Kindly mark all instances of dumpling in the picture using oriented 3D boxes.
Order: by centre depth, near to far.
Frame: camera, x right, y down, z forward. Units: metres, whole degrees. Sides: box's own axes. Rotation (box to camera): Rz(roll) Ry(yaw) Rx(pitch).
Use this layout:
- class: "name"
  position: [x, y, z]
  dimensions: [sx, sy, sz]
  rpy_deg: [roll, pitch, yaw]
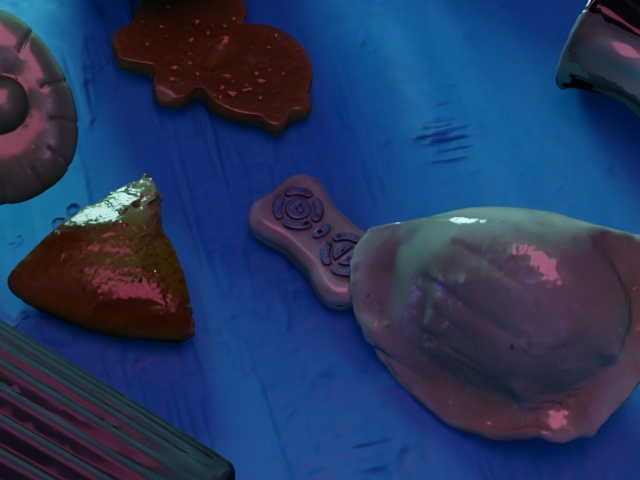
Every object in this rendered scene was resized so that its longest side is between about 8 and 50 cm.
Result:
- class: "dumpling"
  position: [0.142, 0.064, 1.253]
  dimensions: [0.252, 0.131, 0.179]
  rpy_deg: [7, 89, 7]

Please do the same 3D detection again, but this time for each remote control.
- class: "remote control"
  position: [0.000, 0.000, 1.324]
  dimensions: [0.074, 0.032, 0.122]
  rpy_deg: [-38, 69, -25]

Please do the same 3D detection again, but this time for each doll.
- class: "doll"
  position: [-0.354, -0.105, 1.289]
  dimensions: [0.284, 0.216, 0.268]
  rpy_deg: [-33, 90, -5]

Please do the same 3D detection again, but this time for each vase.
- class: "vase"
  position: [0.379, -0.095, 1.358]
  dimensions: [0.360, 0.165, 0.165]
  rpy_deg: [33, 60, 19]

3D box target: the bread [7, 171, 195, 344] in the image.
- class: "bread"
  position: [-0.180, 0.020, 1.284]
  dimensions: [0.136, 0.054, 0.154]
  rpy_deg: [-12, 57, -10]

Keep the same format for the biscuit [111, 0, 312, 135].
- class: "biscuit"
  position: [-0.090, -0.161, 1.420]
  dimensions: [0.184, 0.027, 0.133]
  rpy_deg: [14, 55, 1]

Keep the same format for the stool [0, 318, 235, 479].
- class: "stool"
  position: [-0.253, 0.179, 1.041]
  dimensions: [0.330, 0.297, 0.297]
  rpy_deg: [26, 59, 7]
